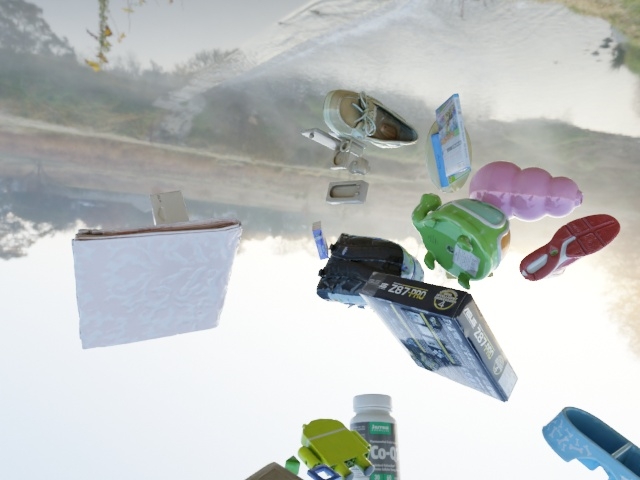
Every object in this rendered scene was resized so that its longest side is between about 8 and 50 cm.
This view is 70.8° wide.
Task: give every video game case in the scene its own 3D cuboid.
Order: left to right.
[{"bbox_3d":[0.303,-0.238,1.037,0.015,0.166,0.119,-10,180,-5],"label":"video game case"}]

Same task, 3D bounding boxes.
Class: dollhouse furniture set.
[{"bbox_3d":[0.029,-0.176,1.065,0.123,0.151,0.144,18,171,-40],"label":"dollhouse furniture set"}]

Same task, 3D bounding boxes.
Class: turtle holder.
[{"bbox_3d":[0.437,-0.018,1.408,0.228,0.243,0.320,-33,-157,-21],"label":"turtle holder"}]

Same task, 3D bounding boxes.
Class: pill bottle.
[{"bbox_3d":[0.220,0.832,1.854,0.205,0.360,0.204,0,150,0],"label":"pill bottle"}]

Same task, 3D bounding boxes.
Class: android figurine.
[{"bbox_3d":[0.042,0.676,1.473,0.248,0.056,0.273,0,-163,-38],"label":"android figurine"}]

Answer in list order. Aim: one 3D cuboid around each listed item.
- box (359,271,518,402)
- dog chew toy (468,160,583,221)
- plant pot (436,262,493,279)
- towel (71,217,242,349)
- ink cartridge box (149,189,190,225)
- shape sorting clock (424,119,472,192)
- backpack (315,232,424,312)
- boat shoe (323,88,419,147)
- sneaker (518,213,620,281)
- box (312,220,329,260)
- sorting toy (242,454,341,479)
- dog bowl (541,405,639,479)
[{"bbox_3d":[0.328,0.265,1.251,0.318,0.097,0.395,7,142,51],"label":"box"},{"bbox_3d":[0.663,-0.153,1.465,0.332,0.206,0.207,12,-172,39],"label":"dog chew toy"},{"bbox_3d":[0.609,0.067,1.977,0.187,0.212,0.212,-17,-174,2],"label":"plant pot"},{"bbox_3d":[-0.345,0.094,0.960,0.317,0.331,0.053,-5,-135,-30],"label":"towel"},{"bbox_3d":[-0.376,-0.013,1.149,0.082,0.139,0.190,-11,150,-22],"label":"ink cartridge box"},{"bbox_3d":[0.345,-0.231,1.211,0.206,0.206,0.040,1,-179,-44],"label":"shape sorting clock"},{"bbox_3d":[0.196,0.119,1.624,0.273,0.290,0.356,34,156,-24],"label":"backpack"},{"bbox_3d":[0.120,-0.276,1.026,0.089,0.104,0.285,15,-171,41],"label":"boat shoe"},{"bbox_3d":[0.567,0.019,1.030,0.221,0.086,0.128,-34,157,27],"label":"sneaker"},{"bbox_3d":[0.000,0.000,1.183,0.028,0.081,0.136,-14,-169,5],"label":"box"},{"bbox_3d":[-0.090,0.567,0.974,0.196,0.047,0.348,12,-177,29],"label":"sorting toy"},{"bbox_3d":[0.642,0.482,0.984,0.166,0.074,0.297,4,-155,-40],"label":"dog bowl"}]
